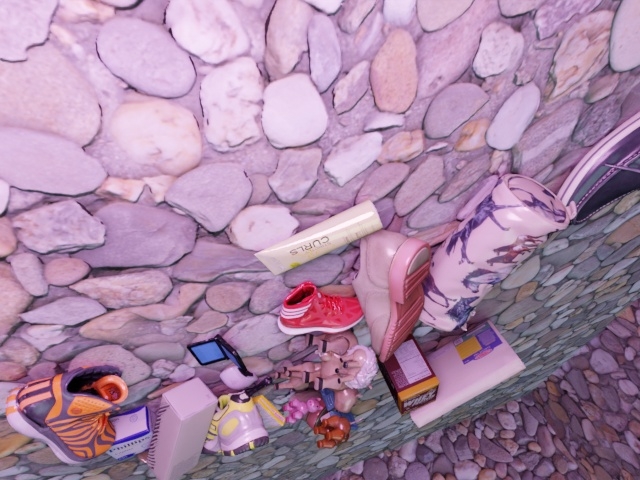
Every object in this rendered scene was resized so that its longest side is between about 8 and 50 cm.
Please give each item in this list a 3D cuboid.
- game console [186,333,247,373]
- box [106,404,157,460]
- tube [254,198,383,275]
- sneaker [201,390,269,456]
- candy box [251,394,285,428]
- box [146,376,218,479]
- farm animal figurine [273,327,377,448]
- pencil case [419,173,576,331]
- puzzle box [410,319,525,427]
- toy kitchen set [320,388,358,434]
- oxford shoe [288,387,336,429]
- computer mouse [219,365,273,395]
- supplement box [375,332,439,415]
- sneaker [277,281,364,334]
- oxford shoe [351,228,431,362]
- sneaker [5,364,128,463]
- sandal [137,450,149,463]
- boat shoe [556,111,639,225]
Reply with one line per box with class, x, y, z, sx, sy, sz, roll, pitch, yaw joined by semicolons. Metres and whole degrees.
game console;-0.242;0.283;0.964;0.071;0.107;0.122;-43;150;-25
box;-0.505;0.517;1.087;0.126;0.072;0.137;-17;141;-12
tube;0.000;0.000;0.778;0.240;0.062;0.070;-24;102;6
sneaker;-0.262;0.512;1.147;0.145;0.147;0.385;1;157;-39
candy box;-0.198;0.512;1.192;0.105;0.027;0.206;48;132;-12
box;-0.365;0.501;1.059;0.113;0.094;0.275;-12;131;-51
farm animal figurine;0.028;0.376;1.112;0.172;0.330;0.326;8;103;-32
pencil case;0.379;0.040;0.945;0.184;0.160;0.410;22;126;-13
puzzle box;0.485;0.464;1.446;0.409;0.272;0.052;-35;101;12
toy kitchen set;0.074;0.445;1.217;0.166;0.207;0.122;-39;141;16
oxford shoe;-0.005;0.552;1.399;0.123;0.130;0.348;-60;158;-10
computer mouse;-0.214;0.403;1.140;0.106;0.042;0.193;-30;142;7
supplement box;0.278;0.432;1.327;0.129;0.194;0.191;-21;142;-5
sneaker;0.015;0.153;0.942;0.221;0.087;0.128;-11;141;-21
oxford shoe;0.150;0.128;0.934;0.140;0.146;0.397;-36;142;-36
sneaker;-0.496;0.384;0.892;0.180;0.124;0.321;-20;142;-6
sandal;-0.442;0.642;1.261;0.240;0.088;0.079;-5;141;-34
boat shoe;0.752;-0.192;0.897;0.187;0.156;0.500;20;125;-45
